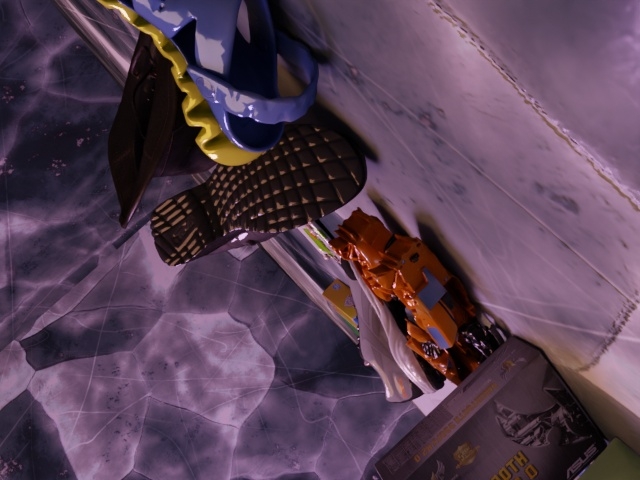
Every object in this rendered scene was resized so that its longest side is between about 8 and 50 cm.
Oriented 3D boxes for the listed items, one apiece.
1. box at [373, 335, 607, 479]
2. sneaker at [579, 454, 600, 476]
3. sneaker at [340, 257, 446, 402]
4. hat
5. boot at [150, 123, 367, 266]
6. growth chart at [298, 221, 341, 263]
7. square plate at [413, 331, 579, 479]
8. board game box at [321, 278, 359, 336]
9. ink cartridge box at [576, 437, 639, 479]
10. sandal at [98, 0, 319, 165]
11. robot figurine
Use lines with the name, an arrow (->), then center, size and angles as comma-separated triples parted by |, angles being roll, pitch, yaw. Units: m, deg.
box -> 0.207, 0.256, 0.694 | 0.183, 0.231, 0.056 | 51, 174, -21
sneaker -> 0.294, 0.263, 0.808 | 0.211, 0.081, 0.080 | 40, 168, 33
sneaker -> 0.091, 0.134, 0.937 | 0.100, 0.108, 0.271 | 13, -134, -54
hat -> -0.188, -0.174, 0.787 | 0.134, 0.331, 0.331 | 6, -164, -31
boot -> -0.045, -0.065, 0.769 | 0.223, 0.338, 0.118 | -15, -90, -54
growth chart -> 0.000, 0.000, 1.277 | 0.172, 0.021, 0.237 | 47, 173, -12
square plate -> 0.263, 0.306, 1.037 | 0.347, 0.049, 0.344 | 49, 158, -2
board game box -> 0.153, 0.246, 1.522 | 0.242, 0.064, 0.316 | 51, 171, -26
ink cartridge box -> 0.352, 0.349, 0.594 | 0.235, 0.171, 0.056 | 42, -176, 31
sandal -> -0.100, -0.207, 0.504 | 0.138, 0.126, 0.317 | 4, 141, 45
robot figurine -> 0.136, 0.089, 0.764 | 0.291, 0.085, 0.211 | 52, 172, -30
